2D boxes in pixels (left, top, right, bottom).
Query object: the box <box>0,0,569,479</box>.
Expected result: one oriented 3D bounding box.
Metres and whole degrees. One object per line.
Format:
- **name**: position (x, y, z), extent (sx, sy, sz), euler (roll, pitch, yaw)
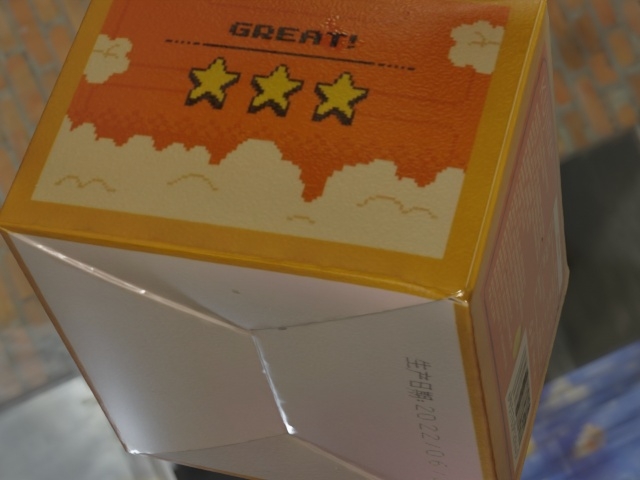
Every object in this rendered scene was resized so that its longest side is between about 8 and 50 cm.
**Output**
- **box**: position (0.000, 0.000, 1.005), extent (0.283, 0.259, 0.214), euler (75, -150, -55)
